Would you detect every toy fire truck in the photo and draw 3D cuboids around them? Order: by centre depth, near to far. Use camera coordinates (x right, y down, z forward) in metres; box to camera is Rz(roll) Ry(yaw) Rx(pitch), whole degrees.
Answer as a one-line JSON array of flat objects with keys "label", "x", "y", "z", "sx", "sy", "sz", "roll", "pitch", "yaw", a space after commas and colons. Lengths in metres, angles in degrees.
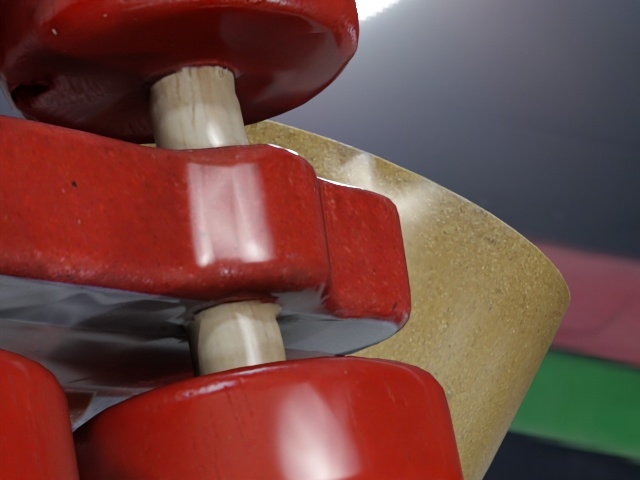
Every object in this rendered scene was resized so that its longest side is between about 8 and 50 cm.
[{"label": "toy fire truck", "x": -0.126, "y": 0.022, "z": 0.493, "sx": 0.254, "sy": 0.169, "sz": 0.302, "roll": -27, "pitch": -22, "yaw": 38}]

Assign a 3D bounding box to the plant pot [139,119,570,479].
[{"label": "plant pot", "x": -0.040, "y": 0.106, "z": 0.819, "sx": 0.237, "sy": 0.254, "sz": 0.237, "roll": 17, "pitch": -16, "yaw": 5}]
